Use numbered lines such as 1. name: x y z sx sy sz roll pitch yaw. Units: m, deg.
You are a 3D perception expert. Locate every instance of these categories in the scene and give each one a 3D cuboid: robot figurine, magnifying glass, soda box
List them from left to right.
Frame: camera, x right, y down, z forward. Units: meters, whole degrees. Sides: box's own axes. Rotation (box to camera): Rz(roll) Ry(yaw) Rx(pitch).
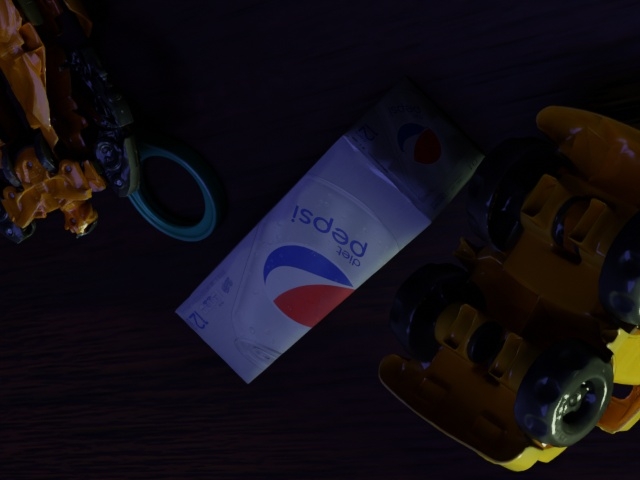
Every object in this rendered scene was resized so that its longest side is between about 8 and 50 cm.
1. robot figurine: -0.254 -0.139 1.145 0.211 0.085 0.291 -19 103 35
2. magnifying glass: -0.178 -0.084 1.203 0.231 0.026 0.092 40 136 5
3. soda box: 0.000 0.000 1.085 0.091 0.098 0.286 45 136 -1

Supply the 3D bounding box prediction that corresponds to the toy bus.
1. toy bus: 0.175 0.055 0.910 0.149 0.220 0.211 33 178 41
